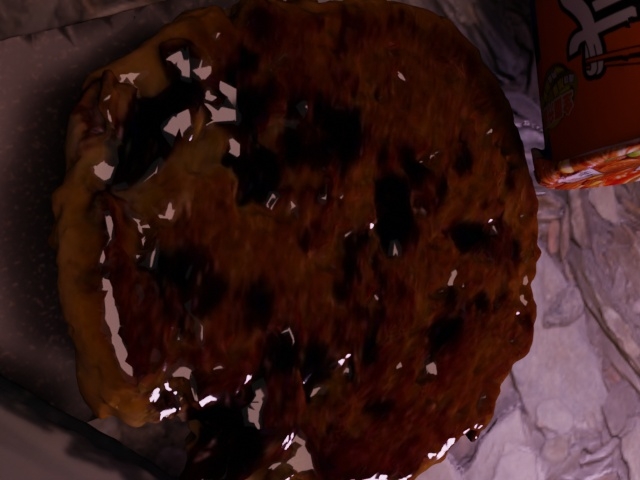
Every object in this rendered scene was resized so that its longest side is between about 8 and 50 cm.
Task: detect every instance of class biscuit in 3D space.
[{"bbox_3d":[0.000,0.004,0.575,0.334,0.081,0.290,-1,90,-37],"label":"biscuit"}]

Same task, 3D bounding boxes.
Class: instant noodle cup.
[{"bbox_3d":[0.234,-0.150,0.605,0.250,0.250,0.192,-9,84,-27],"label":"instant noodle cup"}]

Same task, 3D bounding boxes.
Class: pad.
[{"bbox_3d":[-0.140,-0.006,0.554,0.330,0.004,0.220,-21,106,-25],"label":"pad"}]

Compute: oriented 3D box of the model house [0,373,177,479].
[{"bbox_3d":[-0.234,0.205,0.418,0.271,0.190,0.301,26,96,-5],"label":"model house"}]
